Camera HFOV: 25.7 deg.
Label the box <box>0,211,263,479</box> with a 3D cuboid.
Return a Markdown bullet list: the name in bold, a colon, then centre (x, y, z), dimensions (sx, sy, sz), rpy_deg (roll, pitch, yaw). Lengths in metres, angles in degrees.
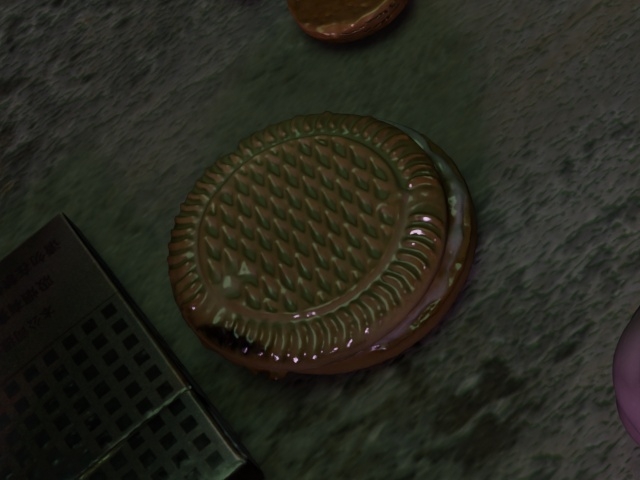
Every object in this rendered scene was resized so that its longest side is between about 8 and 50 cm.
- **box**: centre (-0.205, 0.135, 1.177), dimensions (0.180, 0.047, 0.325), rpy_deg (-39, 55, -4)

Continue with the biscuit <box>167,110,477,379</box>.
- **biscuit**: centre (0.000, 0.000, 1.159), dimensions (0.259, 0.079, 0.259), rpy_deg (-9, 59, 15)

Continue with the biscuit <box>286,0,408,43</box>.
- **biscuit**: centre (0.092, -0.318, 1.334), dimensions (0.216, 0.047, 0.339), rpy_deg (24, 74, 33)

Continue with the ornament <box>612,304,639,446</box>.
- **ornament**: centre (0.291, 0.091, 0.943), dimensions (0.178, 0.177, 0.177), rpy_deg (-9, 58, 15)
